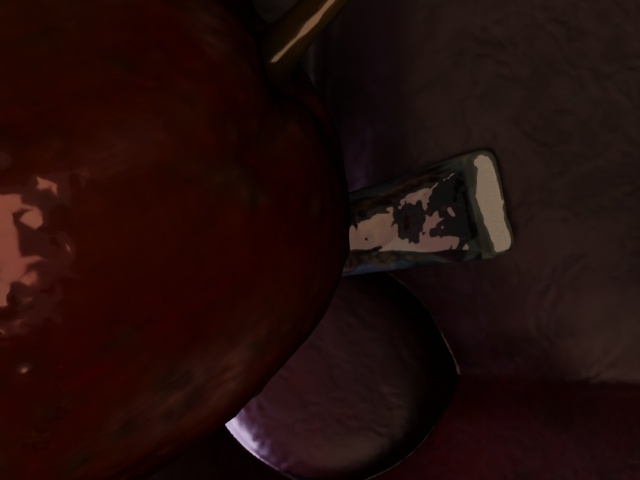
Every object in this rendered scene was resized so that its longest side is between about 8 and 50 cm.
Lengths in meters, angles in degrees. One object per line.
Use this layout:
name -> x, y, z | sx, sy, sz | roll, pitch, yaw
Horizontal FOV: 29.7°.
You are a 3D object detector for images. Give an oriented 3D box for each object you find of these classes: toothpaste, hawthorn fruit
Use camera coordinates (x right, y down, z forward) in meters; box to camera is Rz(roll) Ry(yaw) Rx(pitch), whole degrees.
toothpaste -> 0.000, 0.000, 0.690 | 0.216, 0.037, 0.062 | -12, 95, 7
hawthorn fruit -> -0.101, -0.037, 0.566 | 0.330, 0.287, 0.287 | -36, 98, 6
